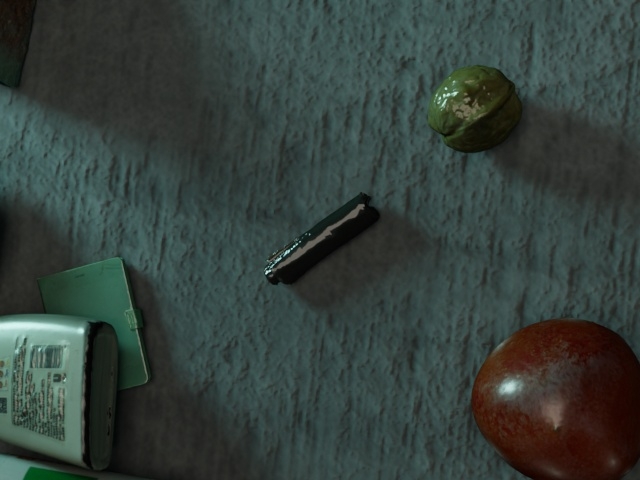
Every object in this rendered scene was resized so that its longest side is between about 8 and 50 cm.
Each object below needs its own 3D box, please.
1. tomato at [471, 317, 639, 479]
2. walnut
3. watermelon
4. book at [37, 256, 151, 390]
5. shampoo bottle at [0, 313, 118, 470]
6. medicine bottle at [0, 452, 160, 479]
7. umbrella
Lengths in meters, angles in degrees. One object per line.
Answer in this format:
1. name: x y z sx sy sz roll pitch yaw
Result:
1. tomato: 0.222 0.150 1.275 0.167 0.167 0.167 -1 86 11
2. walnut: 0.150 -0.128 1.340 0.092 0.092 0.092 -1 86 11
3. watermelon: -0.343 -0.299 1.430 0.094 0.154 0.241 15 76 11
4. book: -0.232 0.092 1.432 0.103 0.017 0.135 -15 83 12
5. shampoo bottle: -0.344 0.150 1.418 0.284 0.071 0.153 0 82 23
6. medicine bottle: -0.266 0.270 1.390 0.260 0.095 0.095 8 88 13
7. umbrella: 0.001 0.001 1.385 0.133 0.031 0.036 -35 79 8
